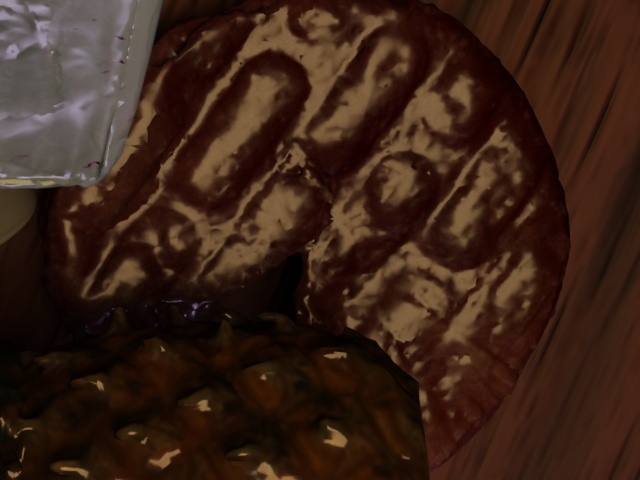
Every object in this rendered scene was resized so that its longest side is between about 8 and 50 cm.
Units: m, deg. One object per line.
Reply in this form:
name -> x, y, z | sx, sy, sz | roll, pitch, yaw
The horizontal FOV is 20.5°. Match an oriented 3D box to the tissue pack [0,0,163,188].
tissue pack -> -0.125, -0.170, 0.488 | 0.146, 0.198, 0.263 | -2, 62, -16

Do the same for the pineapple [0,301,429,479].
pineapple -> -0.120, 0.087, 0.612 | 0.310, 0.170, 0.141 | 2, 134, -14

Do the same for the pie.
pie -> 0.000, 0.000, 0.721 | 0.204, 0.054, 0.219 | -40, 111, -5

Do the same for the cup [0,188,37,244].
cup -> -0.181, -0.054, 0.629 | 0.099, 0.136, 0.133 | -45, 123, -51
